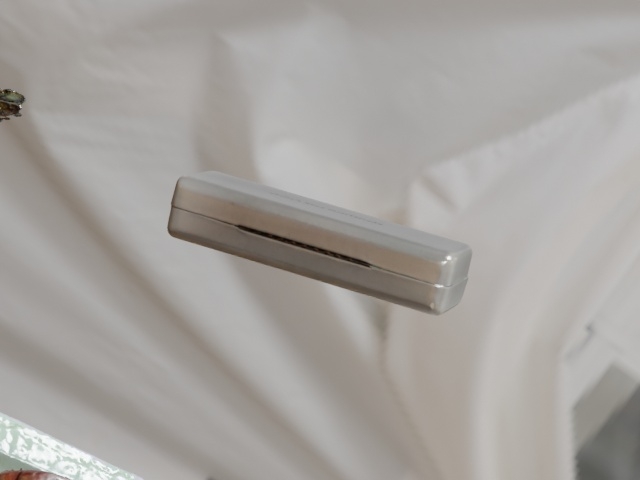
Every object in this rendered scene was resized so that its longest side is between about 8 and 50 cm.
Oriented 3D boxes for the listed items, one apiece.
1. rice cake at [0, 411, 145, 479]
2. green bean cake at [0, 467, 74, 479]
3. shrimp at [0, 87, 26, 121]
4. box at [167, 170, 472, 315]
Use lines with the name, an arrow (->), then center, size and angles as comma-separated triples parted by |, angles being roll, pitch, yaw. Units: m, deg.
rice cake -> -0.218, 0.175, 1.210 | 0.189, 0.198, 0.037 | -47, -164, 39
green bean cake -> -0.147, 0.179, 1.055 | 0.135, 0.135, 0.056 | -13, -127, 47
shrimp -> -0.324, -0.136, 1.540 | 0.034, 0.161, 0.091 | -67, 167, 1
box -> 0.000, 0.000, 1.531 | 0.103, 0.243, 0.055 | -18, 123, -74
